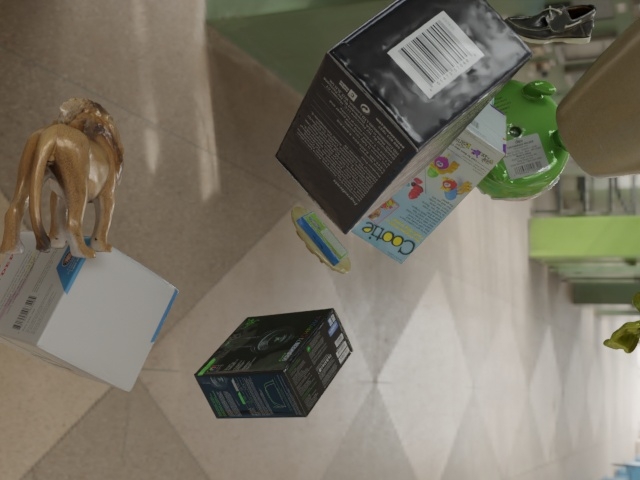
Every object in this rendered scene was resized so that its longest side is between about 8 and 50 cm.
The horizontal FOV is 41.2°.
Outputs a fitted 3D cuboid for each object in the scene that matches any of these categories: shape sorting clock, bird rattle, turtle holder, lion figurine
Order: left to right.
[{"bbox_3d":[-0.361,-0.101,1.231,0.392,0.142,0.240,-164,-100,-78],"label":"lion figurine"},{"bbox_3d":[0.000,0.000,2.086,0.206,0.040,0.206,46,14,-15],"label":"shape sorting clock"},{"bbox_3d":[0.393,-0.226,1.872,0.243,0.320,0.227,-44,164,-8],"label":"turtle holder"},{"bbox_3d":[0.592,0.192,1.384,0.143,0.207,0.253,-48,115,-6],"label":"bird rattle"}]

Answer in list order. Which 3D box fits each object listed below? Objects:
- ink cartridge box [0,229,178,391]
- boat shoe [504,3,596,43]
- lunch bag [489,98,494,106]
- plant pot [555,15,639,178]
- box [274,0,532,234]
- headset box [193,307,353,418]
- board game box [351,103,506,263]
[{"bbox_3d":[-0.430,0.116,1.478,0.197,0.270,0.198,39,67,-39],"label":"ink cartridge box"},{"bbox_3d":[0.469,-0.451,1.749,0.233,0.084,0.079,-8,131,-27],"label":"boat shoe"},{"bbox_3d":[0.229,-0.275,1.590,0.224,0.108,0.279,24,67,-46],"label":"lunch bag"},{"bbox_3d":[0.473,-0.198,1.160,0.256,0.274,0.256,24,51,-34],"label":"plant pot"},{"bbox_3d":[0.065,-0.117,0.762,0.153,0.108,0.207,-40,176,-25],"label":"box"},{"bbox_3d":[-0.112,0.282,1.953,0.246,0.283,0.131,-47,120,-48],"label":"headset box"},{"bbox_3d":[0.167,-0.120,1.427,0.144,0.275,0.142,33,35,-11],"label":"board game box"}]
